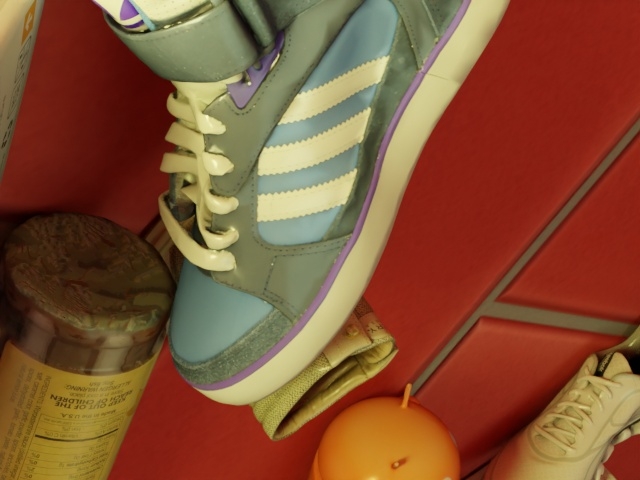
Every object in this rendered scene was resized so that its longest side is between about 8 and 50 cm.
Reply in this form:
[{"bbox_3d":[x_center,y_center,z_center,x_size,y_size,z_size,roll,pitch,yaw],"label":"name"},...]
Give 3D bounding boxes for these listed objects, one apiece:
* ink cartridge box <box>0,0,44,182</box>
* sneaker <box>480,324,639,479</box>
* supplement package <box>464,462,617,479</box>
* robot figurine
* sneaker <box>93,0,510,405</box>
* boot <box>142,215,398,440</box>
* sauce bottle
[{"bbox_3d":[-0.221,0.061,0.741,0.307,0.072,0.303,-72,-175,-52],"label":"ink cartridge box"},{"bbox_3d":[0.271,0.181,1.692,0.292,0.110,0.118,-37,145,-27],"label":"sneaker"},{"bbox_3d":[0.208,0.370,1.757,0.263,0.199,0.198,-31,150,-20],"label":"supplement package"},{"bbox_3d":[0.050,0.223,1.429,0.158,0.128,0.219,-23,147,-30],"label":"robot figurine"},{"bbox_3d":[-0.062,-0.079,0.837,0.236,0.130,0.322,19,109,-36],"label":"sneaker"},{"bbox_3d":[0.000,0.000,1.012,0.213,0.165,0.077,-47,153,12],"label":"boot"},{"bbox_3d":[-0.188,0.137,1.034,0.111,0.111,0.344,-14,143,-41],"label":"sauce bottle"}]
